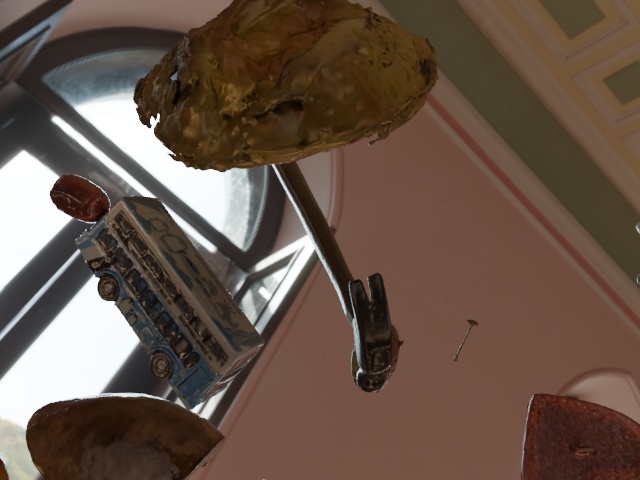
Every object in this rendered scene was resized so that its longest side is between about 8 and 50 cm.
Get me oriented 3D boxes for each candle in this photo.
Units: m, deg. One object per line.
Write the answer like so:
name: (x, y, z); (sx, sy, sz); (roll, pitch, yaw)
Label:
candle: (0.616, 0.495, 1.332); (0.287, 0.316, 0.131); (61, 7, 29)

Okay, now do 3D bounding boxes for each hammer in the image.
hammer: (0.000, 0.000, 0.808); (0.044, 0.440, 0.168); (-14, -44, -13)
hammer: (0.364, 0.255, 1.395); (0.029, 0.014, 0.123); (25, -71, 17)

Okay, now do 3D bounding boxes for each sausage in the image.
sausage: (-0.352, -0.061, 0.803); (0.094, 0.054, 0.059); (27, -73, 14)

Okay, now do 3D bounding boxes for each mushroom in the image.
mushroom: (-0.464, 0.458, 1.274); (0.397, 0.314, 0.224); (39, -10, 11)

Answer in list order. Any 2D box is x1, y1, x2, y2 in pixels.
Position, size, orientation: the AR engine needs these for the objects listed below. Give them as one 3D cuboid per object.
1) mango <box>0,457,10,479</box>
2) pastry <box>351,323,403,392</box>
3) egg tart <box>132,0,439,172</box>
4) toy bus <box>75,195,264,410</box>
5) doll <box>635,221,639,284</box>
mango: (-0.662, 0.459, 1.003); (0.137, 0.187, 0.257); (-4, -24, 10)
pastry: (0.170, 0.348, 1.682); (0.100, 0.218, 0.229); (13, -39, 29)
egg tart: (-0.033, -0.168, 0.514); (0.297, 0.297, 0.132); (11, -47, 27)
toy bus: (-0.217, 0.082, 0.794); (0.131, 0.106, 0.297); (-43, -102, 16)
doll: (0.420, 0.013, 0.649); (0.071, 0.135, 0.113); (14, -68, -16)
